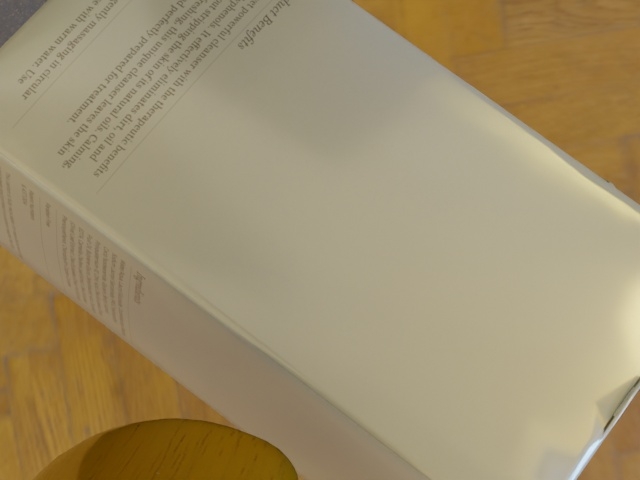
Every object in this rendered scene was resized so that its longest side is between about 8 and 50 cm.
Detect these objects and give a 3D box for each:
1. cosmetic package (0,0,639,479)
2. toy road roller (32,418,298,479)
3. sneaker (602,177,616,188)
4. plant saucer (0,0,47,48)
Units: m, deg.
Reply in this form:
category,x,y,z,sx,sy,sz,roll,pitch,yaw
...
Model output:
category,x,y,z,sx,sy,sz,roll,pitch,yaw
cosmetic package,0.000,0.000,0.918,0.365,0.155,0.197,38,69,9
toy road roller,-0.142,0.176,0.701,0.329,0.202,0.240,21,104,0
sneaker,0.106,-0.047,1.291,0.158,0.410,0.182,-36,133,-26
plant saucer,-0.137,-0.174,1.117,0.311,0.050,0.310,-11,113,-28
